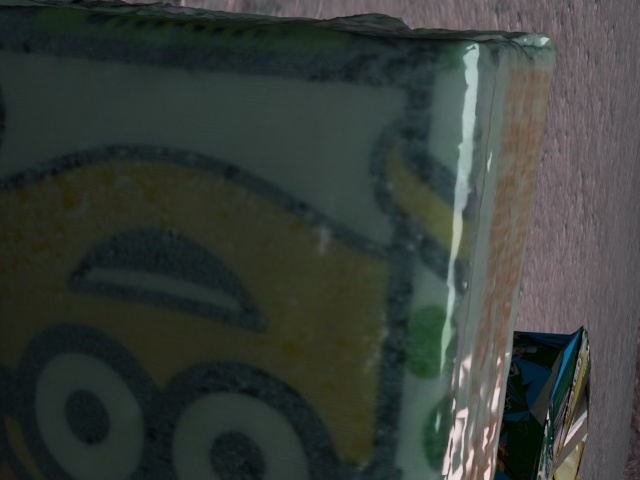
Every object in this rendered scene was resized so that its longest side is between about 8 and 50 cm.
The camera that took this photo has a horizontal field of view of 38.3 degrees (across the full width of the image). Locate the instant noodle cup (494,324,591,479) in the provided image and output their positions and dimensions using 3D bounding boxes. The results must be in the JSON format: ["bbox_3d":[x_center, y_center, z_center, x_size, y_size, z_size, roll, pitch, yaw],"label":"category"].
[{"bbox_3d":[0.156,0.185,0.914,0.240,0.178,0.240,-33,127,-57],"label":"instant noodle cup"}]

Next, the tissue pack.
[{"bbox_3d":[-0.036,0.054,0.416,0.128,0.228,0.311,-24,121,-61],"label":"tissue pack"}]
